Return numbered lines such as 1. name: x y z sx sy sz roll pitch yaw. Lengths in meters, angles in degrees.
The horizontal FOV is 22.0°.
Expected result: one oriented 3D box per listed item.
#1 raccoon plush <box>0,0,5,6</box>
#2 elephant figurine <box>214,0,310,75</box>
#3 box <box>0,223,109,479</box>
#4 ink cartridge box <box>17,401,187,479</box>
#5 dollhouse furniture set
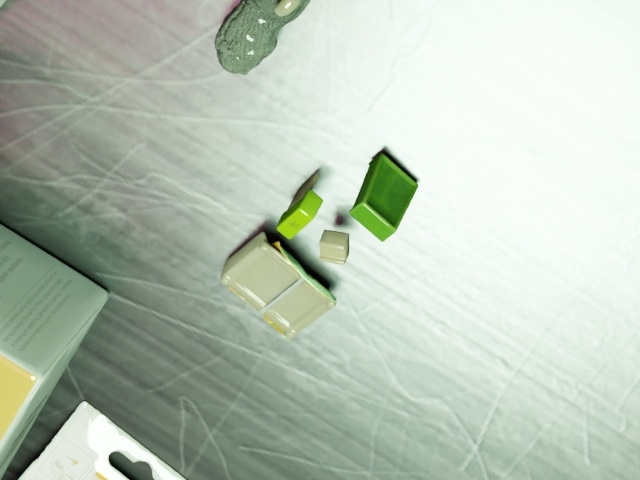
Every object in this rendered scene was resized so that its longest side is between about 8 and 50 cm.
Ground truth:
1. raccoon plush: -0.217 -0.369 1.012 0.446 0.216 0.299 -41 90 20
2. elephant figurine: -0.019 -0.223 1.040 0.239 0.169 0.186 -21 93 22
3. box: -0.368 0.057 1.195 0.345 0.168 0.215 32 111 -1
4. ink cartridge box: -0.186 0.234 1.304 0.145 0.045 0.179 38 93 -4
5. dollhouse furniture set: 0.000 0.000 1.187 0.076 0.058 0.151 40 130 -13
